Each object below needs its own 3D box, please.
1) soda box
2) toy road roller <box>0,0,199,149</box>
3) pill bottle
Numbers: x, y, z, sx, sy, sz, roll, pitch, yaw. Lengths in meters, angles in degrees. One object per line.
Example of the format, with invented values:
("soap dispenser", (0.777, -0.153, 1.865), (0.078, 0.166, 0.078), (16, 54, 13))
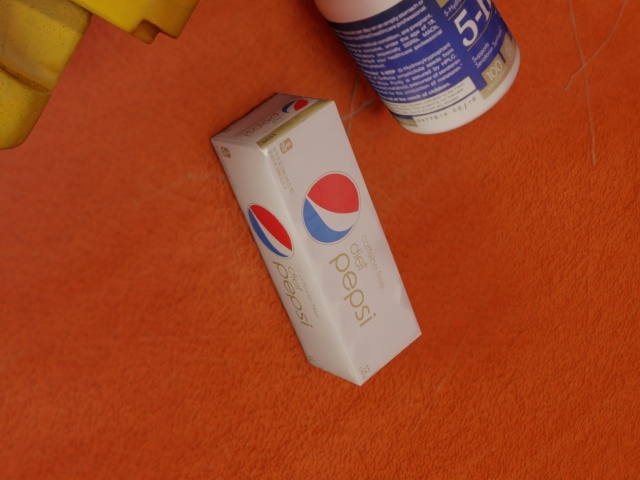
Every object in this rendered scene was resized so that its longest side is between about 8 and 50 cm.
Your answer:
("soda box", (0.000, 0.000, 0.875), (0.074, 0.069, 0.216), (-37, 121, -26))
("toy road roller", (-0.201, -0.197, 0.588), (0.329, 0.202, 0.240), (26, 95, -41))
("pill bottle", (0.060, -0.179, 0.852), (0.112, 0.112, 0.186), (-52, 127, -17))
